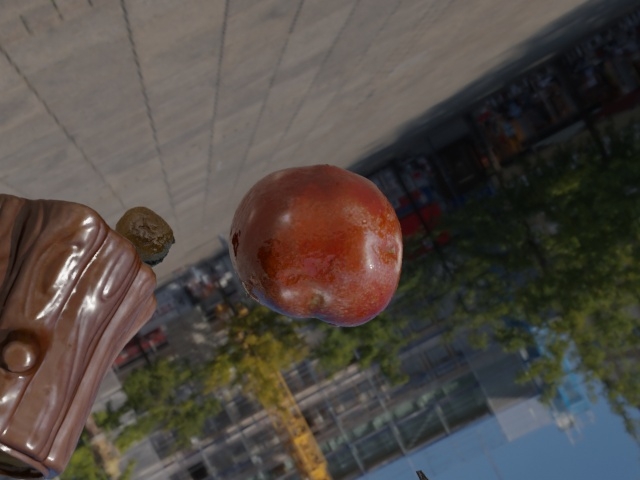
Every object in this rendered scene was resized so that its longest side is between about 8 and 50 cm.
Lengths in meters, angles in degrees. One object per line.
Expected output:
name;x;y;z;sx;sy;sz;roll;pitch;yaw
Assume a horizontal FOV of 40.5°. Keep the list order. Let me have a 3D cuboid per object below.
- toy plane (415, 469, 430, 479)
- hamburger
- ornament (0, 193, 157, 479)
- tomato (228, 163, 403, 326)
toy plane;0.109;0.266;0.857;0.031;0.079;0.083;16;155;-40
hamburger;-0.248;-0.006;1.223;0.044;0.083;0.076;-46;-164;55
ornament;-0.282;0.095;0.813;0.221;0.235;0.218;-26;-139;51
tomato;-0.004;-0.001;1.075;0.232;0.189;0.232;15;-173;-2
